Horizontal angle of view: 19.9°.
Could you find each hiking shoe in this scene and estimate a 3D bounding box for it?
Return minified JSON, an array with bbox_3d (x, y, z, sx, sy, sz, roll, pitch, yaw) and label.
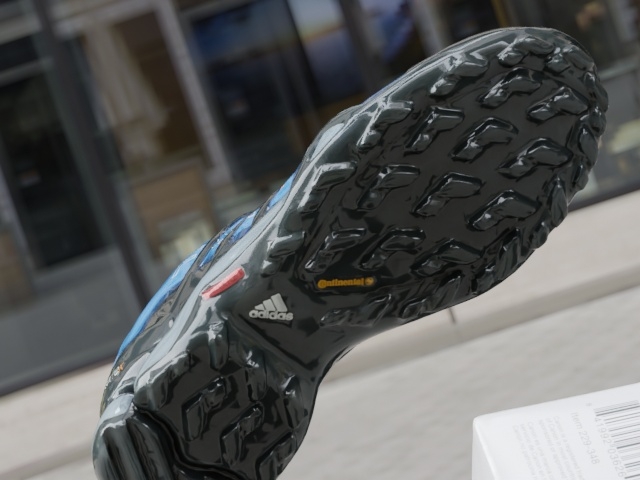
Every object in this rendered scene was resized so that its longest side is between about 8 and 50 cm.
[{"bbox_3d":[0.000,0.000,0.877,0.304,0.113,0.132,-41,22,2],"label":"hiking shoe"}]

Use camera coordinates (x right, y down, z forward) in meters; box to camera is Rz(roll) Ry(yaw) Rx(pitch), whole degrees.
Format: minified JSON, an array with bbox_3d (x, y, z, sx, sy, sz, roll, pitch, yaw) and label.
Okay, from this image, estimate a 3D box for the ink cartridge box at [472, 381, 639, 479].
[{"bbox_3d":[0.272,0.203,1.186,0.306,0.131,0.226,-10,45,-7],"label":"ink cartridge box"}]
